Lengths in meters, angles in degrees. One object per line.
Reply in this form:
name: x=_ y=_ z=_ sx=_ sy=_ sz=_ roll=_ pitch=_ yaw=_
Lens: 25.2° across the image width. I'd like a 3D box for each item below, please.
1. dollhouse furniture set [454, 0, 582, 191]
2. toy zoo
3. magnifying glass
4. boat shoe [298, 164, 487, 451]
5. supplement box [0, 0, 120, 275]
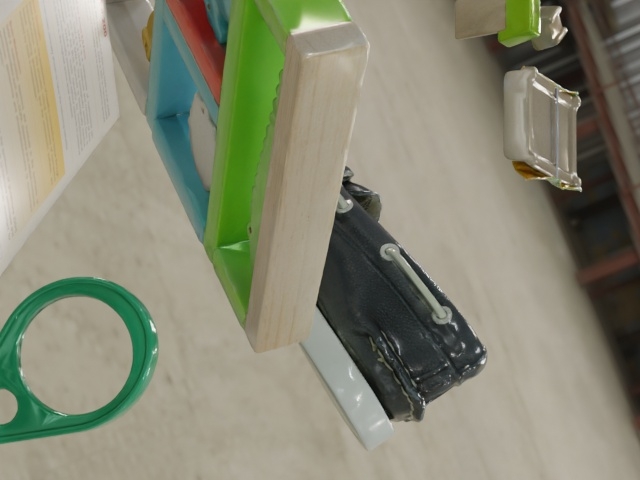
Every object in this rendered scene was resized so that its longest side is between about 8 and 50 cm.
dollhouse furniture set: x=0.111 y=-0.103 z=0.834 sx=0.076 sy=0.058 sz=0.152 roll=16 pitch=72 yaw=-56
toy zoo: x=-0.062 y=-0.117 z=0.669 sx=0.192 sy=0.030 sz=0.293 roll=102 pitch=-33 yaw=-50
magnifying glass: x=-0.201 y=0.107 z=0.872 sx=0.092 sy=0.231 sz=0.026 roll=55 pitch=0 yaw=8
boat shoe: x=0.000 y=0.000 z=0.882 sx=0.302 sy=0.091 sz=0.114 roll=57 pitch=-6 yaw=39
supplement box: x=-0.085 y=-0.037 z=0.352 sx=0.098 sy=0.036 sz=0.062 roll=-67 pitch=158 yaw=-56
